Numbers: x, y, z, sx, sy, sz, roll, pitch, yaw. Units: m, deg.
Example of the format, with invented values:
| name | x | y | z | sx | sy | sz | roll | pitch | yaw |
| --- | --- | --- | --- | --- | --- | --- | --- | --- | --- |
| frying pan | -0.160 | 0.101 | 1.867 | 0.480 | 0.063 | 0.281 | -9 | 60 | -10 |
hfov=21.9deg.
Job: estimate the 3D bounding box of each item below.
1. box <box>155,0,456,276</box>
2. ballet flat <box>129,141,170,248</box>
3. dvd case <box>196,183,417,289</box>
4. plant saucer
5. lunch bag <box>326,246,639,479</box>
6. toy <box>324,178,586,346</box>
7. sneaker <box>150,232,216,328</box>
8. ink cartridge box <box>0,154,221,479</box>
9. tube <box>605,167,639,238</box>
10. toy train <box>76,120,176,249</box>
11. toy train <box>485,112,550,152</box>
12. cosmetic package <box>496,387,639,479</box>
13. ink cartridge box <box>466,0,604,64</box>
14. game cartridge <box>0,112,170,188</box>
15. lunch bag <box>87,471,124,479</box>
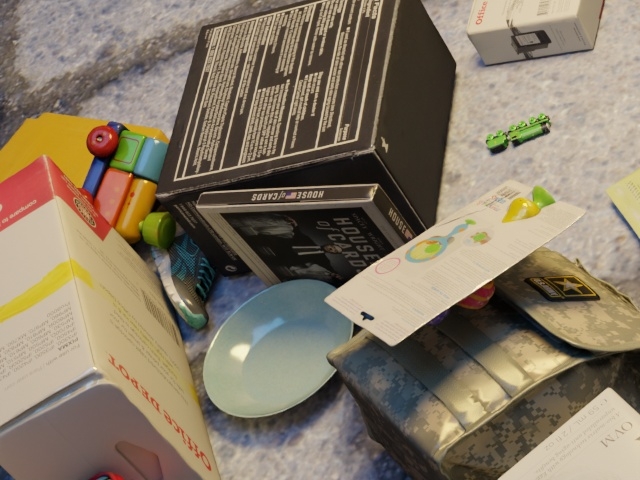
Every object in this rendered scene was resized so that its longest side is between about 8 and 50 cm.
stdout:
| name | x | y | z | sx | sy | sz | roll | pitch | yaw |
| --- | --- | --- | --- | --- | --- | --- | --- | --- | --- |
| box | -0.009 | -0.137 | 2.030 | 0.294 | 0.182 | 0.296 | -11 | 48 | 27 |
| ballet flat | -0.210 | -0.087 | 2.202 | 0.250 | 0.084 | 0.058 | -49 | 50 | -6 |
| dvd case | 0.000 | 0.000 | 1.897 | 0.239 | 0.179 | 0.029 | -1 | 55 | 34 |
| plant saucer | -0.043 | 0.132 | 1.909 | 0.195 | 0.037 | 0.195 | -18 | 43 | 18 |
| lunch bag | 0.194 | 0.129 | 1.657 | 0.287 | 0.169 | 0.235 | -34 | 36 | -10 |
| toy | 0.138 | 0.032 | 1.624 | 0.237 | 0.056 | 0.137 | -36 | 29 | -14 |
| sneaker | -0.158 | 0.040 | 2.059 | 0.076 | 0.065 | 0.166 | -29 | 42 | 2 |
| ink cartridge box | -0.271 | 0.134 | 1.875 | 0.160 | 0.279 | 0.384 | -31 | 41 | 7 |
| tube | 0.427 | -0.094 | 1.793 | 0.240 | 0.062 | 0.070 | -34 | 0 | 9 |
| toy train | -0.247 | -0.017 | 2.083 | 0.143 | 0.105 | 0.248 | 14 | 76 | 24 |
| toy train | 0.237 | -0.128 | 1.983 | 0.083 | 0.017 | 0.023 | -21 | 52 | 16 |
| cosmetic package | 0.258 | 0.293 | 1.475 | 0.224 | 0.138 | 0.224 | -39 | 42 | -4 |
| ink cartridge box | 0.270 | -0.287 | 2.076 | 0.151 | 0.063 | 0.109 | -6 | 49 | 31 |
| game cartridge | -0.393 | -0.039 | 2.307 | 0.285 | 0.052 | 0.323 | 11 | 56 | 41 |
| lunch bag | -0.254 | 0.407 | 1.684 | 0.293 | 0.120 | 0.258 | -41 | 38 | 24 |
